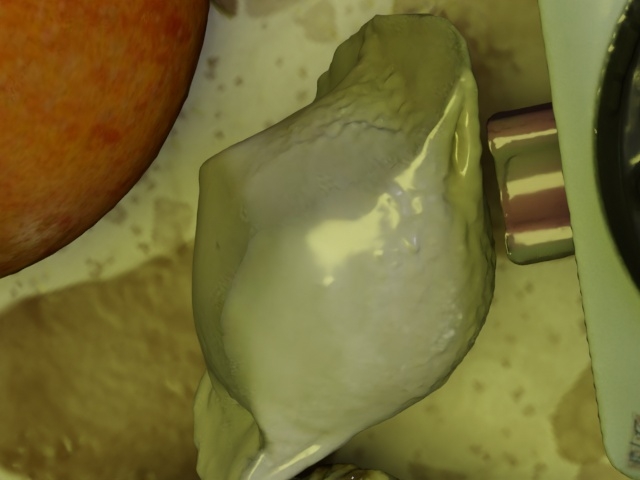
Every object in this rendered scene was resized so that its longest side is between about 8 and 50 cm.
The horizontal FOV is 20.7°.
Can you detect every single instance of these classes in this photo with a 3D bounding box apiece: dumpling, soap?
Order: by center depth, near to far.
[{"bbox_3d":[0.175,-0.042,0.752,0.203,0.122,0.066,-11,95,10],"label":"soap"},{"bbox_3d":[0.002,-0.004,0.765,0.126,0.166,0.216,-7,120,-13],"label":"dumpling"}]

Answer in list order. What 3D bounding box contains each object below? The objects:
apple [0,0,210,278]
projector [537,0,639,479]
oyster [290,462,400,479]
[{"bbox_3d":[-0.202,-0.112,0.735,0.299,0.275,0.299,0,92,5],"label":"apple"},{"bbox_3d":[0.217,-0.042,0.637,0.259,0.079,0.257,-8,108,11],"label":"projector"},{"bbox_3d":[-0.037,0.192,0.837,0.354,0.107,0.201,-6,116,-2],"label":"oyster"}]
